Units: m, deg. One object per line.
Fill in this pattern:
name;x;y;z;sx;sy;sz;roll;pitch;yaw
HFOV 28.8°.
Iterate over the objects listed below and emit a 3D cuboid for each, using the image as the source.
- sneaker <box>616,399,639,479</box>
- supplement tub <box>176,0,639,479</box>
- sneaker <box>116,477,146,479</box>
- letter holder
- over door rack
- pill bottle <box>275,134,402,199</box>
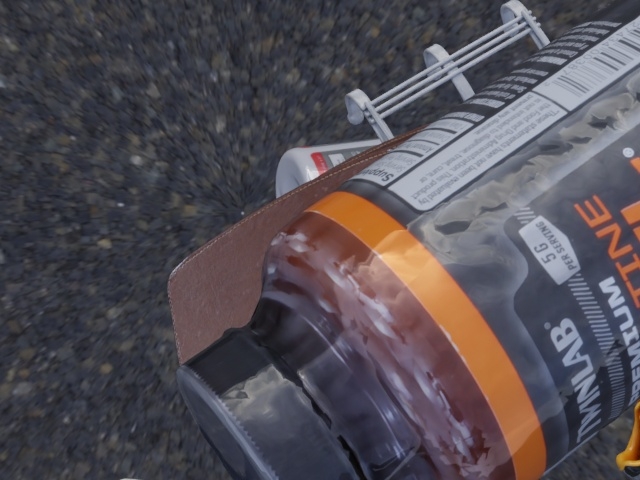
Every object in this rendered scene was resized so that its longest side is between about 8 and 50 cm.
sneaker;0.415;0.194;1.463;0.083;0.084;0.214;15;94;-16
supplement tub;0.057;0.012;0.374;0.198;0.106;0.106;-35;93;-15
sneaker;-0.133;0.301;0.965;0.121;0.099;0.262;-13;51;-34
letter holder;0.000;0.000;1.266;0.302;0.152;0.214;-28;61;27
over door rack;0.209;-0.083;1.365;0.240;0.108;0.324;-31;68;-11
pill bottle;0.097;-0.058;1.656;0.283;0.161;0.161;-8;92;-19
